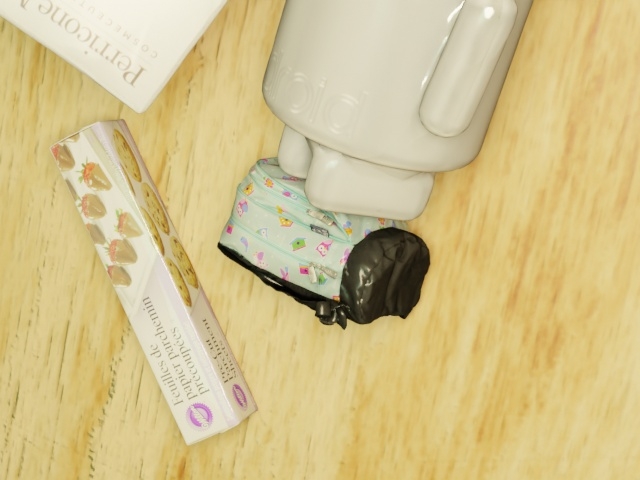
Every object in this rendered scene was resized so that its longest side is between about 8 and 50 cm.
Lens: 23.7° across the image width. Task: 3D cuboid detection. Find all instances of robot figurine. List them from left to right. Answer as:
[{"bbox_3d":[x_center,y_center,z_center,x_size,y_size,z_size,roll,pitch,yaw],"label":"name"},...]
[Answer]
[{"bbox_3d":[0.072,-0.195,1.295,0.300,0.200,0.353,46,124,53],"label":"robot figurine"}]

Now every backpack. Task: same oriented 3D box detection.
[{"bbox_3d":[0.000,0.000,1.408,0.182,0.152,0.115,27,99,24],"label":"backpack"}]

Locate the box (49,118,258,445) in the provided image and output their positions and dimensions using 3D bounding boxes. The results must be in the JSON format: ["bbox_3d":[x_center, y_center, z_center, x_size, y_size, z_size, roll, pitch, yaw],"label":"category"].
[{"bbox_3d":[-0.162,0.038,1.492,0.063,0.067,0.324,-25,89,19],"label":"box"}]

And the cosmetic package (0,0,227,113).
[{"bbox_3d":[-0.110,-0.361,1.297,0.230,0.161,0.453,35,98,-14],"label":"cosmetic package"}]
